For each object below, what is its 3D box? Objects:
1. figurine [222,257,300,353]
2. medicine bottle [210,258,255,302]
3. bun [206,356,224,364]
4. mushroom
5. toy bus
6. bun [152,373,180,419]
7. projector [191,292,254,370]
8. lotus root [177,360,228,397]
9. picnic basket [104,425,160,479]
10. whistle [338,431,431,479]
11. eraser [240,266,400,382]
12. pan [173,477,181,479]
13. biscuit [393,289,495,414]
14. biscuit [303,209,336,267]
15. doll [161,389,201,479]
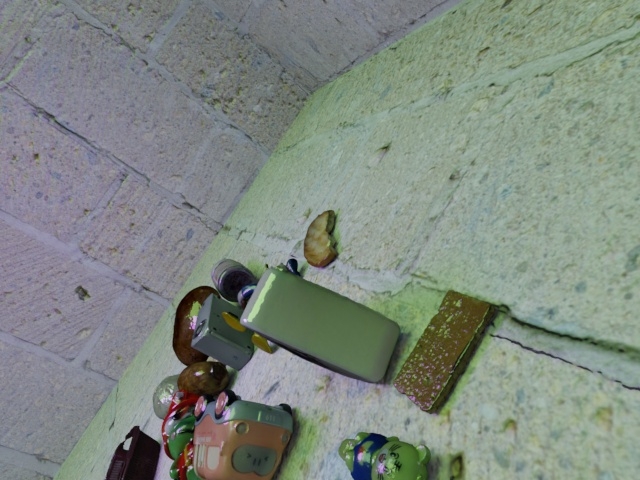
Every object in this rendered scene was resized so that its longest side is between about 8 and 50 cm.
[{"bbox_3d":[-0.180,0.205,1.533,0.338,0.204,0.284,-51,12,-26],"label":"figurine"},{"bbox_3d":[-0.404,0.175,1.955,0.165,0.165,0.273,-58,22,-8],"label":"medicine bottle"},{"bbox_3d":[-0.403,0.477,1.666,0.086,0.055,0.086,-29,44,31],"label":"bun"},{"bbox_3d":[-0.516,0.371,1.820,0.345,0.239,0.344,169,90,-76],"label":"mushroom"},{"bbox_3d":[-0.211,0.506,1.068,0.288,0.194,0.231,-27,42,48],"label":"toy bus"},{"bbox_3d":[-0.627,0.643,1.794,0.195,0.118,0.195,-40,25,24],"label":"bun"},{"bbox_3d":[-0.350,0.327,1.580,0.108,0.198,0.250,-48,22,16],"label":"projector"},{"bbox_3d":[-0.432,0.505,1.553,0.260,0.145,0.128,-31,43,36],"label":"lotus root"},{"bbox_3d":[-0.711,0.874,1.609,0.222,0.129,0.296,-50,21,15],"label":"picnic basket"},{"bbox_3d":[0.100,0.383,0.744,0.105,0.085,0.227,-55,20,-26],"label":"whistle"},{"bbox_3d":[-0.028,0.190,0.987,0.331,0.331,0.149,-9,50,61],"label":"eraser"},{"bbox_3d":[-0.389,0.729,1.235,0.202,0.048,0.128,168,94,-71],"label":"pan"},{"bbox_3d":[0.231,0.205,0.816,0.230,0.025,0.131,-57,21,-5],"label":"biscuit"},{"bbox_3d":[-0.003,0.003,1.555,0.154,0.045,0.299,-42,26,26],"label":"biscuit"},{"bbox_3d":[-0.387,0.578,1.310,0.183,0.160,0.363,-26,35,-19],"label":"doll"}]
